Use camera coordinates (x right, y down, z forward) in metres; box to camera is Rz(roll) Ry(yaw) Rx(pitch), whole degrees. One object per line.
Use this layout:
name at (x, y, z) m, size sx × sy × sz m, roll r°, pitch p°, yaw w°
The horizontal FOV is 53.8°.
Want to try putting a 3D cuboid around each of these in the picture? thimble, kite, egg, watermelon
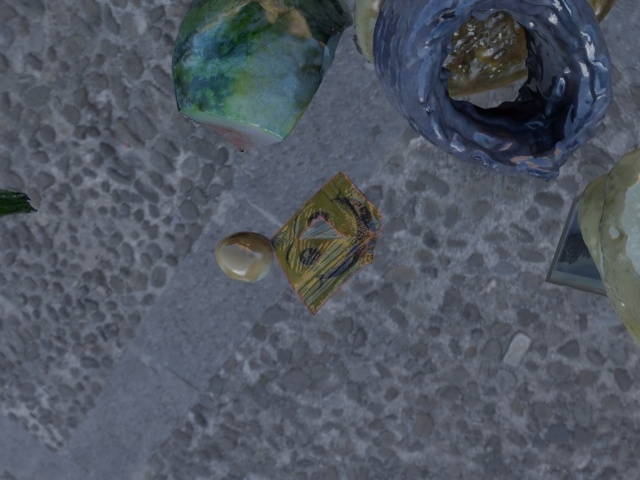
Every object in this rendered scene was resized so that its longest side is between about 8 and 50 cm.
thimble at (0.173, -0.177, 0.646) m, size 0.205 × 0.172 × 0.236 m, roll -36°, pitch 120°, yaw 13°
kite at (-0.001, -0.001, 1.523) m, size 0.327 × 0.378 × 0.013 m, roll 0°, pitch 156°, yaw 34°
egg at (-0.103, 0.021, 0.853) m, size 0.083 × 0.071 × 0.071 m, roll 8°, pitch 123°, yaw -29°
watermelon at (-0.075, -0.291, 0.908) m, size 0.223 × 0.180 × 0.305 m, roll 20°, pitch 73°, yaw 5°

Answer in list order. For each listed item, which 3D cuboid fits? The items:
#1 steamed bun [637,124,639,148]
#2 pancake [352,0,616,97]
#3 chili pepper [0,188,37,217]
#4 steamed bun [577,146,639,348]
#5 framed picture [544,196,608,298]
steamed bun at (0.849, -0.191, 1.369) m, size 0.206 × 0.324 × 0.325 m, roll -11°, pitch 110°, yaw 6°
pancake at (0.219, -0.332, 0.826) m, size 0.381 × 0.071 × 0.382 m, roll -11°, pitch 146°, yaw -8°
chili pepper at (-0.494, -0.046, 0.829) m, size 0.098 × 0.224 × 0.061 m, roll 8°, pitch 93°, yaw 45°
steamed bun at (0.243, 0.009, 0.412) m, size 0.140 × 0.172 × 0.155 m, roll -42°, pitch 78°, yaw 7°
framed picture at (0.623, 0.019, 1.327) m, size 0.016 × 0.289 × 0.213 m, roll 22°, pitch 87°, yaw -31°
